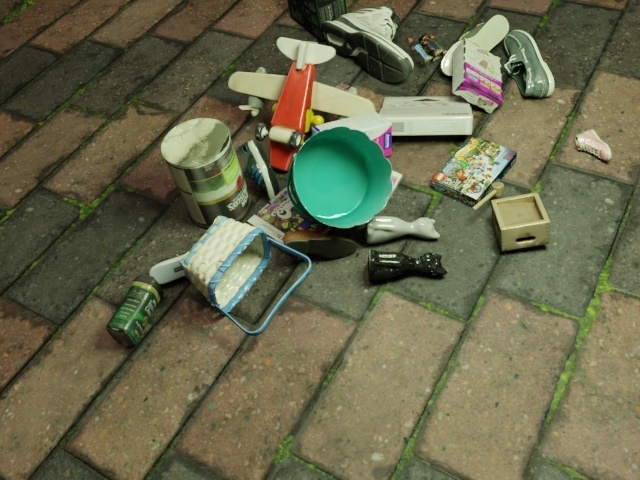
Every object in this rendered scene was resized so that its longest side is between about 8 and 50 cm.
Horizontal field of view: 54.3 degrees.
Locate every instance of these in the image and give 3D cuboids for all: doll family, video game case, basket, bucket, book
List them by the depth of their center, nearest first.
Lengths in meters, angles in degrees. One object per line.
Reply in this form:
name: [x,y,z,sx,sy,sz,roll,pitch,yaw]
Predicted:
basket: [-0.200,0.083,1.657,0.289,0.201,0.254,31,67,25]
bucket: [0.043,-0.169,1.717,0.281,0.281,0.183,-23,8,-9]
video game case: [-0.065,-0.071,1.862,0.210,0.041,0.232,33,63,28]
book: [0.177,-0.161,1.902,0.096,0.035,0.144,22,58,21]
doll family: [0.379,-0.696,2.236,0.111,0.076,0.193,53,27,5]

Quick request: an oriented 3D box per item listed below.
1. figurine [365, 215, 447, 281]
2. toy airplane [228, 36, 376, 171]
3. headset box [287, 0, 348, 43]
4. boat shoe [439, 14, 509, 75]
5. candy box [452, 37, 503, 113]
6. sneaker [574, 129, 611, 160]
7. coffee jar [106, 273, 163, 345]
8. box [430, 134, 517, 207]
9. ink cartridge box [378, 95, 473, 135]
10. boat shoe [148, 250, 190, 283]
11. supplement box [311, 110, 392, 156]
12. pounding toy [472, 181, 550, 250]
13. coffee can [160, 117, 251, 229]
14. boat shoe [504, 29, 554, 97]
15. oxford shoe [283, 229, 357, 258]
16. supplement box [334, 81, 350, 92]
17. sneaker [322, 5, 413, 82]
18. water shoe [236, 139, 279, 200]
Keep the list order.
figurine: [0.233,0.014,1.724,0.210,0.092,0.214,0,50,0]
toy airplane: [-0.066,-0.460,2.031,0.385,0.272,0.386,-31,79,8]
headset box: [-0.027,-0.958,2.446,0.131,0.246,0.283,-31,52,-14]
boat shoe: [0.537,-0.685,2.227,0.305,0.109,0.091,-40,14,-9]
candy box: [0.524,-0.552,2.087,0.159,0.071,0.233,24,51,-16]
sneaker: [0.813,-0.279,1.877,0.070,0.051,0.134,-15,47,-1]
coffee jar: [-0.498,0.186,1.693,0.079,0.096,0.184,11,55,14]
box: [0.462,-0.212,1.885,0.159,0.044,0.233,29,61,28]
ink cartridge box: [0.345,-0.412,2.056,0.297,0.066,0.261,2,26,11]
boat shoe: [-0.378,0.065,1.792,0.229,0.080,0.076,-20,23,-7]
supplement box: [0.097,-0.304,1.902,0.220,0.111,0.114,-19,37,-19]
pounding toy: [0.517,-0.069,1.736,0.181,0.094,0.206,-10,41,8]
coffee can: [-0.334,-0.195,1.857,0.202,0.275,0.201,-5,51,6]
boat shoe: [0.683,-0.603,2.121,0.099,0.116,0.319,-12,55,-5]
oxford shoe: [0.000,0.000,1.747,0.213,0.076,0.076,6,39,-15]
supplement box: [0.063,-0.506,2.186,0.043,0.055,0.083,34,64,29]
sneaker: [0.232,-0.752,2.282,0.258,0.169,0.447,-36,52,-16]
water shoe: [-0.193,-0.208,1.937,0.080,0.073,0.203,-21,93,18]
